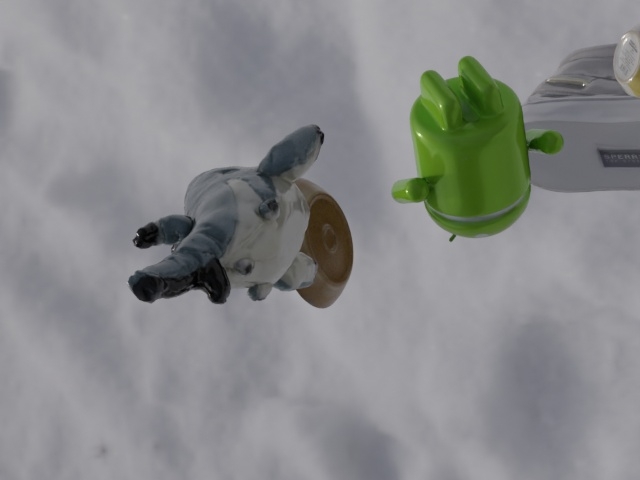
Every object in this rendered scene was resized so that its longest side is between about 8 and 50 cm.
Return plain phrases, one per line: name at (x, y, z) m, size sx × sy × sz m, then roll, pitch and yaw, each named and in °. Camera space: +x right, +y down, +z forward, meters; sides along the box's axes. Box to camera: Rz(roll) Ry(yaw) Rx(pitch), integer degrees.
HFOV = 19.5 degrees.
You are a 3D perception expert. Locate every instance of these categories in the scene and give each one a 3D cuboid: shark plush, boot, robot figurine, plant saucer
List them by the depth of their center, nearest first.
shark plush at (-0.047, 0.005, 0.795) m, size 0.067 × 0.161 × 0.073 m, roll 7°, pitch 119°, yaw 13°
robot figurine at (0.089, -0.050, 1.105) m, size 0.067 × 0.101 × 0.115 m, roll -124°, pitch 17°, yaw -48°
plant saucer at (0.000, 0.000, 1.159) m, size 0.015 × 0.083 × 0.083 m, roll -14°, pitch 83°, yaw 28°
boot at (0.262, -0.093, 1.310) m, size 0.258 × 0.123 × 0.095 m, roll 8°, pitch 135°, yaw 32°

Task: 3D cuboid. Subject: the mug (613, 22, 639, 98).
mug at (0.224, -0.113, 1.176) m, size 0.078 × 0.064 × 0.062 m, roll 153°, pitch 122°, yaw -65°
